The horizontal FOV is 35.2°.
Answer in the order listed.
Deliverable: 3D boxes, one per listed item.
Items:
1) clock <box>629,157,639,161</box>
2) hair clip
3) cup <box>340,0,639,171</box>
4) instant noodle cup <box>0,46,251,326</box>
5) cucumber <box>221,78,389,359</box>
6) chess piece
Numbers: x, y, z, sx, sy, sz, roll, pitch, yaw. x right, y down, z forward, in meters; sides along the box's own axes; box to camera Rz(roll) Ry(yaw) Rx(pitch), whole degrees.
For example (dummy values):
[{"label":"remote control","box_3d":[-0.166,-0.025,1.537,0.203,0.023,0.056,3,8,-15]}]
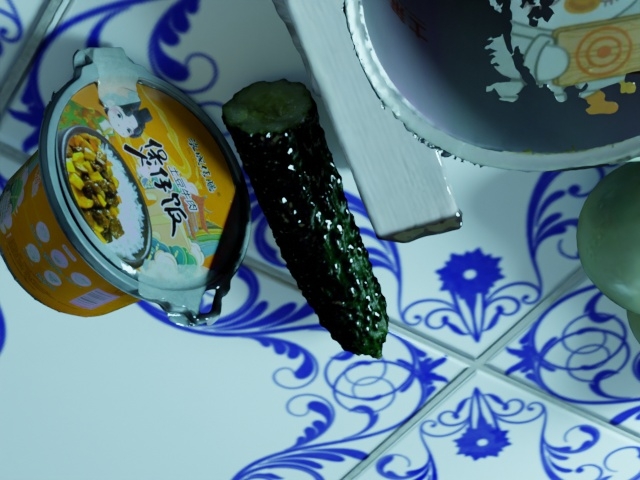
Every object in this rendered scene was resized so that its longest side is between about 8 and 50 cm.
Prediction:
[{"label":"clock","box_3d":[0.245,-0.128,0.721,0.191,0.062,0.151,4,130,-7]},{"label":"hair clip","box_3d":[0.021,-0.150,0.673,0.085,0.101,0.331,-11,129,12]},{"label":"cup","box_3d":[0.101,-0.197,0.503,0.203,0.288,0.203,-2,131,-2]},{"label":"instant noodle cup","box_3d":[-0.155,-0.020,0.740,0.177,0.208,0.125,9,152,-45]},{"label":"cucumber","box_3d":[-0.002,0.000,0.815,0.072,0.072,0.300,-13,132,9]},{"label":"chess piece","box_3d":[0.338,0.061,0.833,0.182,0.182,0.330,-34,119,24]}]
